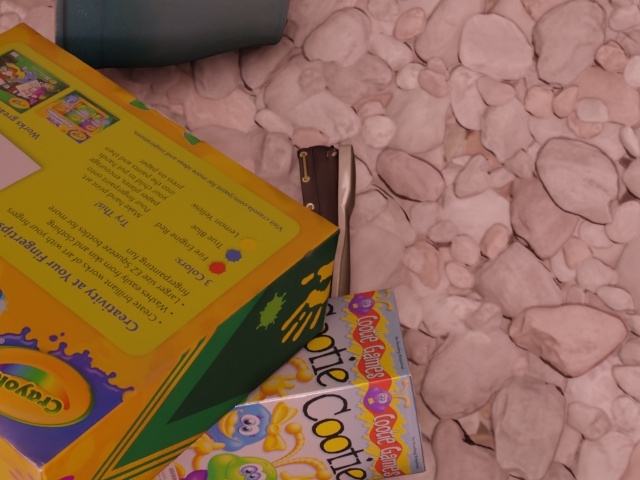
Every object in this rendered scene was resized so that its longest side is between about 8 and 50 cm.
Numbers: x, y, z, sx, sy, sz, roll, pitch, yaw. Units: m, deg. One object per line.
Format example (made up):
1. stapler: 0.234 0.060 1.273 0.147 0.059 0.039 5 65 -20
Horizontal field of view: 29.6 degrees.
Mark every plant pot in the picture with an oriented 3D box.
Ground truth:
1. plant pot: -0.165 -0.318 1.372 0.255 0.271 0.272 3 75 -10

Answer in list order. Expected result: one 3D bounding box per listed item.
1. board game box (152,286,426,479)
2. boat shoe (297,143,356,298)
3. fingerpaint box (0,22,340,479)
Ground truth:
1. board game box: -0.043 0.165 1.255 0.275 0.142 0.144 -10 36 1
2. boat shoe: 0.000 0.000 1.360 0.068 0.081 0.228 1 68 8
3. fingerpaint box: -0.271 0.024 1.150 0.445 0.163 0.371 33 50 23
